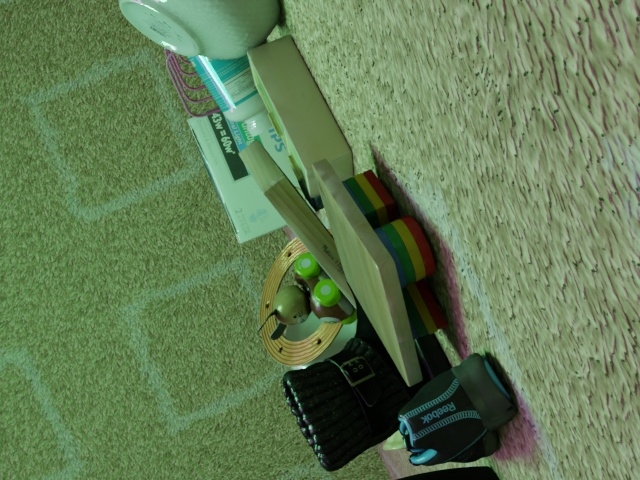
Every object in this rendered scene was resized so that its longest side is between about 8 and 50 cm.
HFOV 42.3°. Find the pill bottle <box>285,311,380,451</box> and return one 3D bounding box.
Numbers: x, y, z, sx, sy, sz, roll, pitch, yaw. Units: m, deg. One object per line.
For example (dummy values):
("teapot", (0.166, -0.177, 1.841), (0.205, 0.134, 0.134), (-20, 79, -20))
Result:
("pill bottle", (0.063, 0.363, 2.115), (0.229, 0.229, 0.408), (-119, 8, -46))

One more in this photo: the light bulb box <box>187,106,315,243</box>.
("light bulb box", (-0.193, -0.200, 2.272), (0.361, 0.225, 0.358), (-153, 40, -82))

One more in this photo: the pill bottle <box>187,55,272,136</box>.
("pill bottle", (-0.184, -0.365, 1.826), (0.264, 0.146, 0.146), (58, 177, -16))

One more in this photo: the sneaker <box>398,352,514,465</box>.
("sneaker", (0.169, 0.250, 1.150), (0.125, 0.139, 0.341), (61, 174, 25))

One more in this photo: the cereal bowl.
("cereal bowl", (-0.247, -0.427, 1.452), (0.339, 0.141, 0.339), (27, 169, 6))

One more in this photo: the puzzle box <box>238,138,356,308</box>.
("puzzle box", (0.000, 0.000, 1.613), (0.409, 0.052, 0.272), (51, -179, -26))

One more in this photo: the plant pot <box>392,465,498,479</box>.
("plant pot", (0.231, 0.469, 1.308), (0.187, 0.167, 0.188), (-123, 10, -56))

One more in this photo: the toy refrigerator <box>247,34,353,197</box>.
("toy refrigerator", (-0.040, -0.218, 1.451), (0.102, 0.094, 0.270), (81, 164, -66))

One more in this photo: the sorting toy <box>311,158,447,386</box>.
("sorting toy", (0.097, 0.033, 1.209), (0.255, 0.089, 0.257), (-120, 9, -47))

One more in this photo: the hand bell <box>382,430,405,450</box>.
("hand bell", (0.166, 0.298, 1.703), (0.126, 0.126, 0.242), (101, 158, -80))

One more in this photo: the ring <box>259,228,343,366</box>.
("ring", (-0.031, 0.133, 1.951), (0.032, 0.337, 0.337), (20, -152, -37))

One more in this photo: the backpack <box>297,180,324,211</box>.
("backpack", (0.004, -0.111, 1.519), (0.105, 0.084, 0.114), (62, 170, 19))

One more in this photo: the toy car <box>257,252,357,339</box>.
("toy car", (-0.040, 0.142, 1.705), (0.149, 0.188, 0.155), (53, -178, 29))

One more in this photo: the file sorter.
("file sorter", (-0.283, -0.471, 2.042), (0.291, 0.182, 0.202), (-107, -1, -48))

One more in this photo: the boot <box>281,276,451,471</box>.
("boot", (0.048, 0.183, 1.378), (0.131, 0.260, 0.348), (75, 170, -54))
